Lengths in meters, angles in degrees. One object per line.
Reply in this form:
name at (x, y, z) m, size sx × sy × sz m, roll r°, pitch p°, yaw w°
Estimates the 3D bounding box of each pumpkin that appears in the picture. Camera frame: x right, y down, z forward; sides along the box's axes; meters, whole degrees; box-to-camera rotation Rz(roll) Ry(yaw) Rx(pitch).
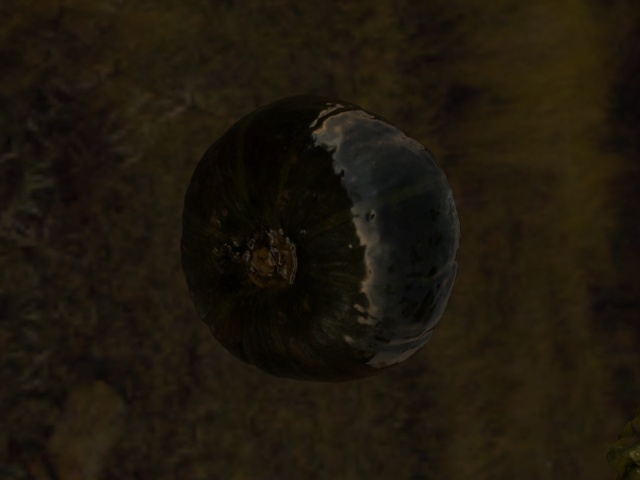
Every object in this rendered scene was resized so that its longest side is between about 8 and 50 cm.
pumpkin at (0.000, 0.000, 1.077) m, size 0.157 × 0.223 × 0.224 m, roll -20°, pitch 106°, yaw -49°

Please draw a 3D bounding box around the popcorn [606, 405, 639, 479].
popcorn at (0.279, 0.175, 1.086) m, size 0.126 × 0.125 × 0.145 m, roll 80°, pitch 27°, yaw -44°
